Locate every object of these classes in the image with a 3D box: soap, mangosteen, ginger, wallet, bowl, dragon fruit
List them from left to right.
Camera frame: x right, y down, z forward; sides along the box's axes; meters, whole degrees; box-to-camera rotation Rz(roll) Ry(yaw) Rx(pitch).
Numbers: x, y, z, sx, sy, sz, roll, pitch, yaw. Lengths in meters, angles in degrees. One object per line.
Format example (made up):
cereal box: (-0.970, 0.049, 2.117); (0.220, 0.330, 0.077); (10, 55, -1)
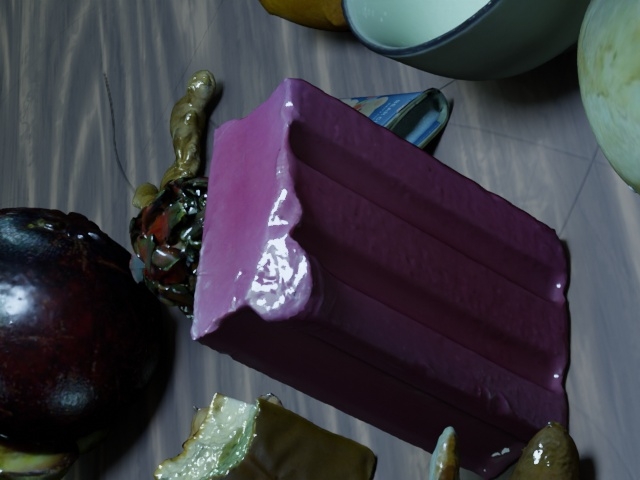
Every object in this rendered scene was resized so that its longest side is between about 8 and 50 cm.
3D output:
mangosteen: (-0.344, 0.116, 2.259); (0.330, 0.330, 0.330); (-34, 42, 37)
ginger: (-0.179, -0.109, 2.420); (0.193, 0.052, 0.176); (-56, 32, 24)
dragon fruit: (-0.131, 0.004, 2.155); (0.182, 0.182, 0.188); (-63, 25, -1)
wallet: (0.033, -0.110, 2.083); (0.141, 0.059, 0.202); (-43, 25, -28)
soap: (0.064, 0.040, 1.681); (0.128, 0.359, 0.233); (-28, 46, 40)
bowl: (0.202, -0.304, 1.904); (0.354, 0.185, 0.354); (-34, 42, 36)

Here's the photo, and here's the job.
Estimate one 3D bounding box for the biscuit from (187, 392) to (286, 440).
biscuit: (-0.087, 0.230, 2.029); (0.183, 0.061, 0.118); (-7, 62, 54)

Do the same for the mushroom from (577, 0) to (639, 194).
mushroom: (0.369, -0.158, 1.496); (0.352, 0.260, 0.352); (-36, 14, 10)

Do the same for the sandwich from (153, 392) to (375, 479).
sandwich: (-0.072, 0.275, 1.859); (0.108, 0.186, 0.220); (2, 69, 57)

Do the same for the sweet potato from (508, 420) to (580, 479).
sweet potato: (0.188, 0.312, 1.556); (0.114, 0.092, 0.341); (-26, 45, 20)

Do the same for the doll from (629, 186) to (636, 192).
doll: (0.323, -0.116, 1.712); (0.162, 0.062, 0.106); (-64, 28, -1)

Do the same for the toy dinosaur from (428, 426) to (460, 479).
toy dinosaur: (0.097, 0.365, 1.580); (0.205, 0.092, 0.393); (108, 165, -71)

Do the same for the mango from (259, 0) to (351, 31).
mango: (0.033, -0.336, 2.196); (0.287, 0.152, 0.201); (2, 63, 54)
